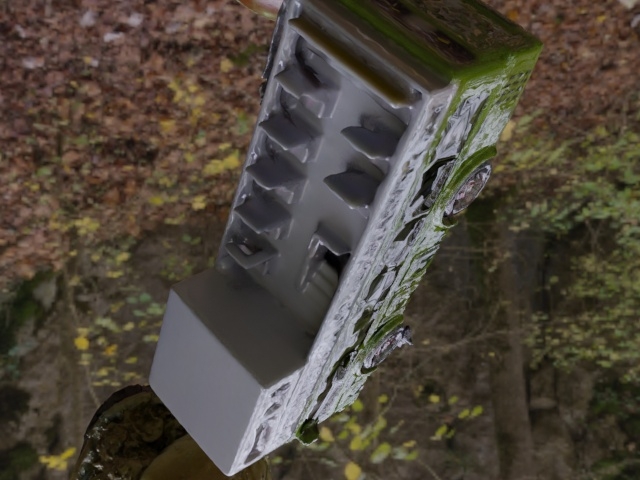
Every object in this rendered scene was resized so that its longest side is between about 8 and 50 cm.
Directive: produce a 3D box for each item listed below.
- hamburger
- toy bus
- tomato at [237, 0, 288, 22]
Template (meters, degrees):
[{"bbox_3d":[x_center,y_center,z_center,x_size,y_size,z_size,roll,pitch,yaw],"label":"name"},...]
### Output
[{"bbox_3d":[-0.110,0.196,0.630,0.159,0.185,0.131,22,179,-35],"label":"hamburger"},{"bbox_3d":[0.000,0.000,0.453,0.139,0.113,0.301,-25,148,-42],"label":"toy bus"},{"bbox_3d":[-0.023,-0.419,1.072,0.270,0.270,0.222,0,160,12],"label":"tomato"}]
